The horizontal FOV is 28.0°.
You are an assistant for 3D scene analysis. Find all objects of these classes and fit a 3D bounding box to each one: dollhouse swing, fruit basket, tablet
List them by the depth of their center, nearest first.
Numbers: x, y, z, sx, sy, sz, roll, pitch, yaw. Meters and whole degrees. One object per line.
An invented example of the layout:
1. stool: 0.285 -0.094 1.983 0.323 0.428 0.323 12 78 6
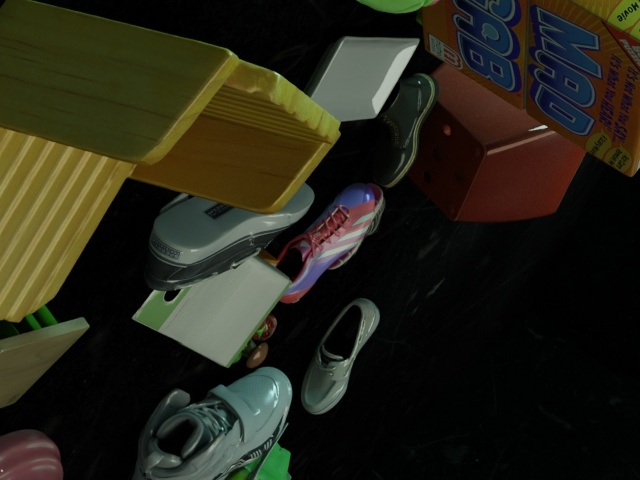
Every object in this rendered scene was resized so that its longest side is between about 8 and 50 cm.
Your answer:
1. dollhouse swing: -0.194 -0.033 1.267 0.347 0.315 0.304 26 80 -73
2. tablet: -0.194 -0.029 1.700 0.054 0.006 0.083 -42 160 -31
3. fruit basket: -0.192 0.523 2.339 0.327 0.165 0.353 -46 -165 45

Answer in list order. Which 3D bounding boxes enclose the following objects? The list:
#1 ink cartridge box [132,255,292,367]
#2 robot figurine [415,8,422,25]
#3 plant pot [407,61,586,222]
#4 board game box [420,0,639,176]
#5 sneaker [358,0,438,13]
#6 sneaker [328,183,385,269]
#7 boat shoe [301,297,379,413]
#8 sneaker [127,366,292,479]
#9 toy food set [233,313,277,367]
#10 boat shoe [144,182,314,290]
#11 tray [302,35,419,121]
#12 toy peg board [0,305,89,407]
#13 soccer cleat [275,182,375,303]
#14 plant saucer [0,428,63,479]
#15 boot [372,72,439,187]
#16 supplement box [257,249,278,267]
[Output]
1. ink cartridge box: -0.167 0.077 1.898 0.171 0.056 0.235 -53 138 2
2. robot figurine: 0.174 -0.354 1.896 0.101 0.067 0.115 -57 163 -16
3. plant pot: 0.283 -0.184 2.228 0.236 0.267 0.267 -22 148 -34
4. board game box: 0.371 -0.375 1.674 0.356 0.356 0.356 -50 161 -11
5. sneaker: 0.140 -0.481 1.365 0.202 0.185 0.482 18 97 -50
6. sneaker: 0.064 -0.018 2.269 0.170 0.063 0.075 -58 156 2
7. boat shoe: 0.030 0.239 2.634 0.267 0.096 0.088 -57 158 10
8. sneaker: -0.176 0.315 2.184 0.366 0.137 0.210 -38 160 -29
9. toy food set: -0.120 0.160 2.141 0.128 0.071 0.218 -53 163 1
10. boat shoe: -0.123 -0.010 1.735 0.301 0.108 0.102 -32 151 -50
11. tray: 0.050 -0.240 1.868 0.145 0.030 0.270 -59 162 21
12. toy peg board: -0.378 0.128 1.463 0.161 0.079 0.161 -43 167 25
13. soccer cleat: 0.000 0.000 2.129 0.248 0.083 0.095 -49 158 -3
14. plant saucer: -0.465 0.409 1.738 0.332 0.084 0.332 -46 162 -20
15. boot: 0.107 -0.180 2.077 0.137 0.077 0.197 -9 121 -59
16. supplement box: -0.115 0.061 2.018 0.098 0.036 0.062 -56 161 7
